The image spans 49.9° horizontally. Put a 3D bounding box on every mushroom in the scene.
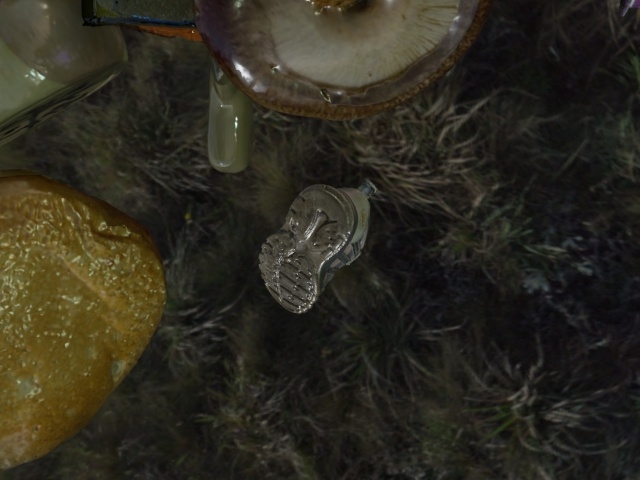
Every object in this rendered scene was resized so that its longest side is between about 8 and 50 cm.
[{"bbox_3d":[0.019,-0.196,0.477,0.231,0.194,0.138,-45,45,26],"label":"mushroom"}]

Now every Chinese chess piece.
[{"bbox_3d":[-0.339,-0.182,0.756,0.257,0.257,0.104,-22,106,33],"label":"Chinese chess piece"}]

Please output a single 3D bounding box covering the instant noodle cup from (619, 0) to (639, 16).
[{"bbox_3d":[0.537,-0.442,0.841,0.266,0.340,0.339,9,91,18],"label":"instant noodle cup"}]

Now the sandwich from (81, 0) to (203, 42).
[{"bbox_3d":[-0.108,-0.222,0.623,0.235,0.159,0.079,18,104,48],"label":"sandwich"}]

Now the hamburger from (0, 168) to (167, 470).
[{"bbox_3d":[-0.315,0.084,0.690,0.170,0.290,0.314,17,68,48],"label":"hamburger"}]

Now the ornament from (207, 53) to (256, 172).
[{"bbox_3d":[-0.125,-0.207,0.963,0.061,0.245,0.230,4,108,-1],"label":"ornament"}]

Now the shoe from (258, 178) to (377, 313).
[{"bbox_3d":[0.000,0.000,0.785,0.089,0.092,0.180,41,129,15],"label":"shoe"}]
